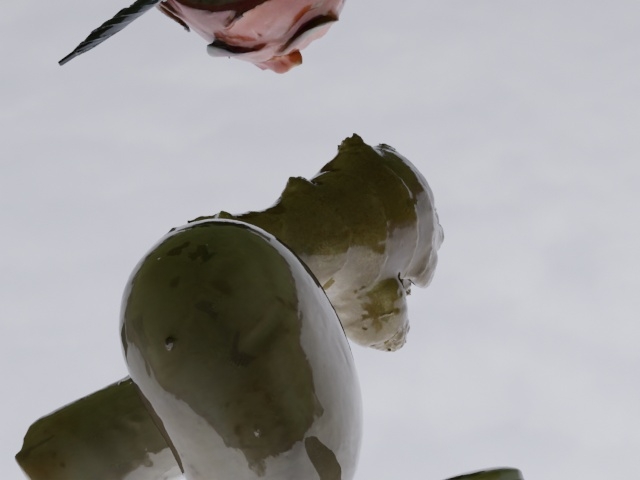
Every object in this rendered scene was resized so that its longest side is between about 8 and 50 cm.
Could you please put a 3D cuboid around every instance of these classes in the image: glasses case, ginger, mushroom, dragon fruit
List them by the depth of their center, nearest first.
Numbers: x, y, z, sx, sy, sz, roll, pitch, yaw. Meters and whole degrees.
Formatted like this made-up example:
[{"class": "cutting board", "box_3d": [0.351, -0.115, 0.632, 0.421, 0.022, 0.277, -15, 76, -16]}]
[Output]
[{"class": "glasses case", "box_3d": [0.104, 0.219, 1.206, 0.063, 0.164, 0.041, -5, -108, -37]}, {"class": "mushroom", "box_3d": [-0.116, 0.138, 1.285, 0.290, 0.292, 0.292, -23, -149, 10]}, {"class": "ginger", "box_3d": [0.002, 0.024, 1.660, 0.375, 0.236, 0.166, -25, -153, -33]}, {"class": "dragon fruit", "box_3d": [-0.075, -0.369, 2.021, 0.290, 0.189, 0.291, -11, -119, 20]}]

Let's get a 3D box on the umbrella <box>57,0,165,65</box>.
[{"class": "umbrella", "box_3d": [-0.201, -0.280, 1.679, 0.269, 0.044, 0.044, -30, -114, 11]}]
